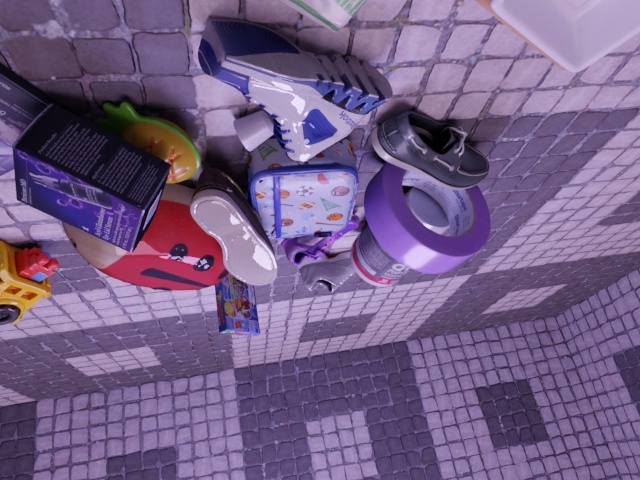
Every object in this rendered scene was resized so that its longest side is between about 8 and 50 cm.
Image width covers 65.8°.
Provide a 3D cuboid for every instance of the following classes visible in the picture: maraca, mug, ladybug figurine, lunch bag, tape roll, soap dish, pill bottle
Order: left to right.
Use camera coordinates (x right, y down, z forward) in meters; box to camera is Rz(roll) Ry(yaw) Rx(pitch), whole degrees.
[{"bbox_3d":[-0.297,-0.168,0.861,0.185,0.099,0.127,33,131,-24],"label":"maraca"},{"bbox_3d":[-0.353,0.008,1.120,0.305,0.162,0.449,-28,151,30],"label":"ladybug figurine"},{"bbox_3d":[-0.117,-0.210,0.911,0.064,0.078,0.062,-26,120,10],"label":"mug"},{"bbox_3d":[-0.048,-0.102,1.090,0.243,0.115,0.303,-6,153,-7],"label":"lunch bag"},{"bbox_3d":[0.216,-0.014,1.309,0.176,0.177,0.318,-1,153,-23],"label":"pill bottle"},{"bbox_3d":[0.236,-0.068,1.089,0.274,0.275,0.090,1,153,-26],"label":"tape roll"},{"bbox_3d":[0.367,-0.379,0.681,0.290,0.118,0.229,11,147,-39],"label":"soap dish"}]

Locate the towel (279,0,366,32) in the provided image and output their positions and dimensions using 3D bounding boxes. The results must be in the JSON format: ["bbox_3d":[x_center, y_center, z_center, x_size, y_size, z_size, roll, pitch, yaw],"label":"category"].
[{"bbox_3d":[0.036,-0.407,0.571,0.247,0.038,0.324,12,146,-39],"label":"towel"}]

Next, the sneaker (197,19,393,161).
[{"bbox_3d":[-0.049,-0.215,0.801,0.315,0.128,0.182,5,139,-34],"label":"sneaker"}]

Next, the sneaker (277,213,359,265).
[{"bbox_3d":[0.000,0.000,1.331,0.236,0.105,0.095,-21,152,16],"label":"sneaker"}]

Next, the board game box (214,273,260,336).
[{"bbox_3d":[-0.251,0.182,1.484,0.035,0.201,0.136,-28,150,31],"label":"board game box"}]

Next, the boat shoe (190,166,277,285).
[{"bbox_3d":[-0.175,-0.018,1.060,0.116,0.097,0.324,-15,140,10],"label":"boat shoe"}]

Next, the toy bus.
[{"bbox_3d":[-0.731,0.075,1.136,0.211,0.150,0.220,-31,149,8],"label":"toy bus"}]

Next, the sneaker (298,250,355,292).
[{"bbox_3d":[0.059,0.105,1.556,0.262,0.121,0.099,-4,155,-16],"label":"sneaker"}]

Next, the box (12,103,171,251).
[{"bbox_3d":[-0.372,-0.096,0.811,0.207,0.108,0.153,26,143,-12],"label":"box"}]

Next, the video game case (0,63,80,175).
[{"bbox_3d":[-0.556,-0.180,0.799,0.274,0.026,0.196,-21,153,16],"label":"video game case"}]

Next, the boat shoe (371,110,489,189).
[{"bbox_3d":[0.258,-0.190,1.036,0.319,0.116,0.099,11,151,-31],"label":"boat shoe"}]
